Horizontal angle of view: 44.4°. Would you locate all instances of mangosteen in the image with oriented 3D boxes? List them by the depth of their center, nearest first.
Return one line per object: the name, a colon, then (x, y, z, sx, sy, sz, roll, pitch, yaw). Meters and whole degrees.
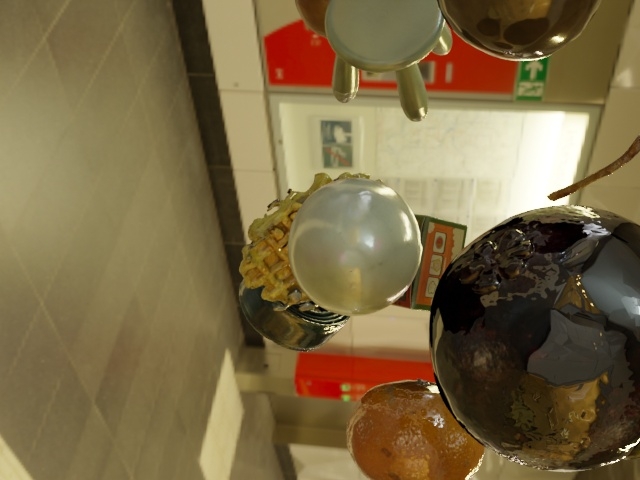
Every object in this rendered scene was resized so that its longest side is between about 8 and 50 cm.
mangosteen: (0.268, 0.111, 0.869, 0.313, 0.296, 0.297, 37, 53, -52)

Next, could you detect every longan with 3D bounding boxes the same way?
longan: (0.225, -0.290, 0.889, 0.189, 0.189, 0.189, 4, 90, -83)

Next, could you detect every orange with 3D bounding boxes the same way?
orange: (0.149, 0.303, 1.240, 0.224, 0.223, 0.170, -4, 103, -83)

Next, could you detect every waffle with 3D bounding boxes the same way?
waffle: (-0.001, -0.001, 1.345, 0.060, 0.280, 0.262, 48, -51, 53)

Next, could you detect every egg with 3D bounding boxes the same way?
egg: (0.038, 0.007, 0.873, 0.209, 0.151, 0.151, -83, 175, -79)

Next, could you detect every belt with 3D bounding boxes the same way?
belt: (-0.044, 0.125, 1.616, 0.267, 0.116, 0.207, 5, 44, -48)

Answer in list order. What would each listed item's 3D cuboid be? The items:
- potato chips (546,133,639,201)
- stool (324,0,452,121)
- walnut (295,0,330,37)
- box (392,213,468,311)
potato chips: (0.526, -0.130, 1.492, 0.037, 0.204, 0.026, 60, 26, 13)
stool: (0.119, -0.331, 1.337, 0.199, 0.195, 0.195, 59, 50, -68)
walnut: (0.095, -0.481, 1.533, 0.203, 0.297, 0.203, 175, -90, -76)
box: (0.156, 0.037, 1.526, 0.148, 0.194, 0.178, 9, 90, -44)
